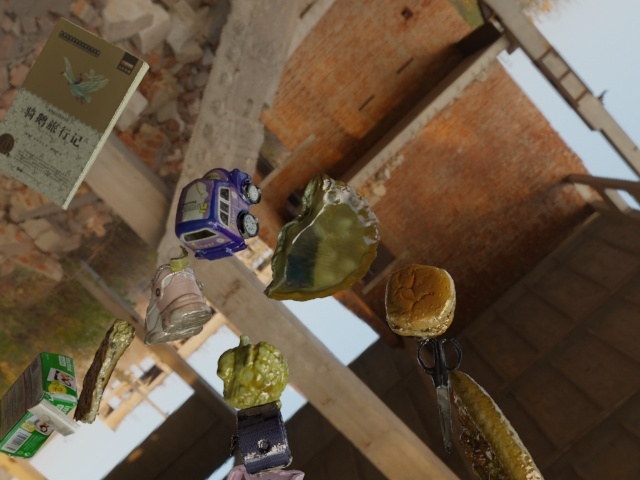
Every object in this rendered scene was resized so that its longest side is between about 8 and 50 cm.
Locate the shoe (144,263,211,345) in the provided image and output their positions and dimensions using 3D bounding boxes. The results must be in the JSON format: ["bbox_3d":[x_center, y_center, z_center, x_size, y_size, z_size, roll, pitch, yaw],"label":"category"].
[{"bbox_3d":[-0.448,0.197,1.796,0.172,0.198,0.351,-5,160,-36],"label":"shoe"}]

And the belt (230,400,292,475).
[{"bbox_3d":[-0.137,0.441,1.299,0.126,0.139,0.230,-13,175,-8],"label":"belt"}]

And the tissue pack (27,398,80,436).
[{"bbox_3d":[-0.594,0.397,1.303,0.056,0.108,0.023,-29,-155,33],"label":"tissue pack"}]

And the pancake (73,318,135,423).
[{"bbox_3d":[-0.445,0.271,1.199,0.257,0.056,0.212,-30,-137,56],"label":"pancake"}]

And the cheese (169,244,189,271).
[{"bbox_3d":[-0.384,0.049,1.624,0.084,0.042,0.060,-69,172,-47],"label":"cheese"}]

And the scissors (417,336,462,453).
[{"bbox_3d":[0.286,0.354,1.370,0.109,0.022,0.299,-5,-136,11],"label":"scissors"}]

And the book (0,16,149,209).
[{"bbox_3d":[-0.482,-0.242,1.096,0.310,0.217,0.021,-60,165,1],"label":"book"}]

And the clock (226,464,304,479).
[{"bbox_3d":[-0.139,0.849,1.971,0.290,0.276,0.080,17,94,-58],"label":"clock"}]

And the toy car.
[{"bbox_3d":[-0.261,-0.081,1.436,0.172,0.158,0.235,-12,-120,26],"label":"toy car"}]

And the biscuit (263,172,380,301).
[{"bbox_3d":[0.000,0.000,1.427,0.330,0.334,0.078,-20,-152,-20],"label":"biscuit"}]

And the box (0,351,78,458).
[{"bbox_3d":[-0.752,0.435,1.548,0.250,0.103,0.180,-46,-137,11],"label":"box"}]

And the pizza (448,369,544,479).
[{"bbox_3d":[0.355,0.415,1.158,0.087,0.268,0.258,-24,-166,-13],"label":"pizza"}]

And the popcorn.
[{"bbox_3d":[-0.208,0.434,1.854,0.195,0.255,0.256,-21,153,-51],"label":"popcorn"}]

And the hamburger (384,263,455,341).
[{"bbox_3d":[0.308,0.187,1.827,0.244,0.244,0.163,-44,145,-3],"label":"hamburger"}]
